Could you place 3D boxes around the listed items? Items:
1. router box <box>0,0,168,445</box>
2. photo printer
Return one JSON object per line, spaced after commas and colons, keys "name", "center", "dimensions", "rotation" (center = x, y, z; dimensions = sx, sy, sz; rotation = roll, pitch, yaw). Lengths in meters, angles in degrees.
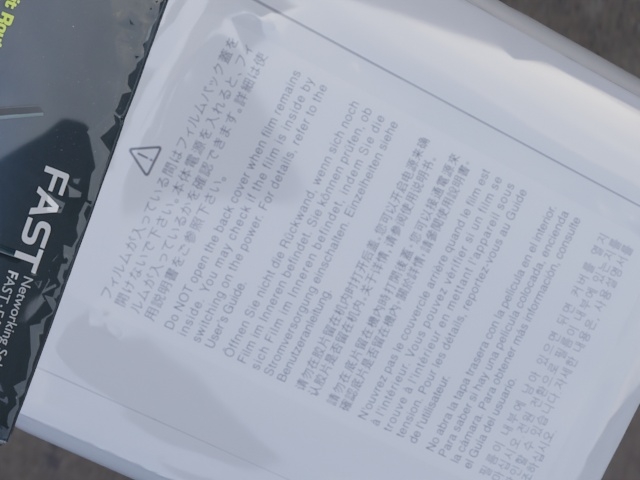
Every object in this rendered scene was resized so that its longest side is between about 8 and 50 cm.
{"name": "router box", "center": [-0.082, -0.034, 0.335], "dimensions": [0.092, 0.038, 0.122], "rotation": [21, 84, -22]}
{"name": "photo printer", "center": [0.000, 0.000, 0.803], "dimensions": [0.307, 0.107, 0.256], "rotation": [26, 91, -17]}
